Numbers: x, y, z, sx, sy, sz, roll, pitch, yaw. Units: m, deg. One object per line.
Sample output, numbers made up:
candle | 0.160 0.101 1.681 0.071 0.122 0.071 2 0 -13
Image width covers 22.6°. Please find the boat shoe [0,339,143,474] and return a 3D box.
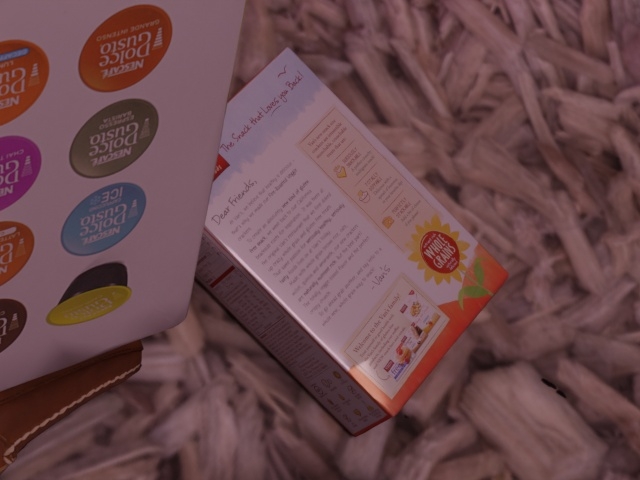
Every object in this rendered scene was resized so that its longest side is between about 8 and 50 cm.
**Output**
boat shoe | -0.254 0.125 0.939 0.324 0.122 0.120 -21 112 -30

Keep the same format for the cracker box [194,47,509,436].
cracker box | 0.000 0.000 1.127 0.232 0.067 0.156 46 57 -4

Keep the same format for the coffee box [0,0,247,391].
coffee box | -0.272 -0.122 0.830 0.338 0.334 0.338 -19 54 -30
